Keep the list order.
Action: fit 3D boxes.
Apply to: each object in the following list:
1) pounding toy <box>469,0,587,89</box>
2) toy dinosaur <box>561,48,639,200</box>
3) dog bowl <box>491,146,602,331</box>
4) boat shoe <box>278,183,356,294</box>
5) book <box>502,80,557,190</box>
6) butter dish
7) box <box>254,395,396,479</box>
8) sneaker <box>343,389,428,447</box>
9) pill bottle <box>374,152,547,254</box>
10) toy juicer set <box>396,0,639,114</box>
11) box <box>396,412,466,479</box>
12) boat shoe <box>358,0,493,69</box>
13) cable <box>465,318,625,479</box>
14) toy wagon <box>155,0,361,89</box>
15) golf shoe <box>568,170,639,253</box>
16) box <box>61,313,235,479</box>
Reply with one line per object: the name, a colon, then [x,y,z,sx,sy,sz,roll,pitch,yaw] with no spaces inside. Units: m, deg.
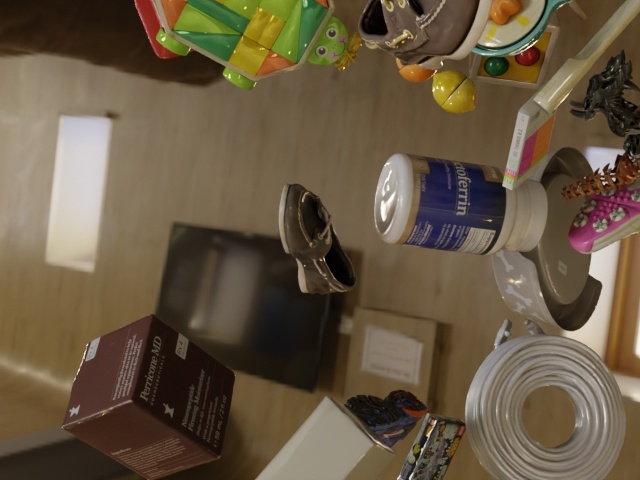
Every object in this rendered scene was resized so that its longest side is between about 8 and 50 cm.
pounding toy: [0.358,-0.359,1.560,0.181,0.206,0.094,8,-135,1]
toy dinosaur: [0.527,-0.185,1.513,0.218,0.322,0.164,45,180,-5]
dog bowl: [0.438,-0.002,1.790,0.102,0.349,0.348,-2,177,39]
boat shoe: [0.000,0.000,1.569,0.095,0.112,0.335,3,155,9]
book: [0.317,-0.156,1.407,0.035,0.144,0.096,29,-129,24]
butter dish: [-0.254,-0.418,1.701,0.159,0.160,0.118,-22,-174,-13]
box: [-0.028,0.366,1.331,0.113,0.275,0.094,42,179,35]
sneaker: [0.102,0.314,1.577,0.083,0.087,0.221,32,-163,37]
pill bottle: [0.236,-0.056,1.571,0.264,0.153,0.153,7,-177,-14]
toy juicer set: [0.227,-0.263,1.211,0.329,0.209,0.089,21,173,38]
box: [0.186,0.359,1.564,0.027,0.137,0.094,28,-173,42]
boat shoe: [0.103,-0.241,0.925,0.096,0.117,0.324,13,-179,-5]
cable: [0.357,0.274,1.466,0.257,0.257,0.089,33,165,-1]
toy wagon: [-0.083,-0.367,1.450,0.344,0.267,0.068,26,-162,-18]
golf shoe: [0.566,-0.057,1.610,0.306,0.140,0.115,-37,-150,-7]
box: [-0.274,0.259,1.519,0.167,0.169,0.203,-23,131,30]
